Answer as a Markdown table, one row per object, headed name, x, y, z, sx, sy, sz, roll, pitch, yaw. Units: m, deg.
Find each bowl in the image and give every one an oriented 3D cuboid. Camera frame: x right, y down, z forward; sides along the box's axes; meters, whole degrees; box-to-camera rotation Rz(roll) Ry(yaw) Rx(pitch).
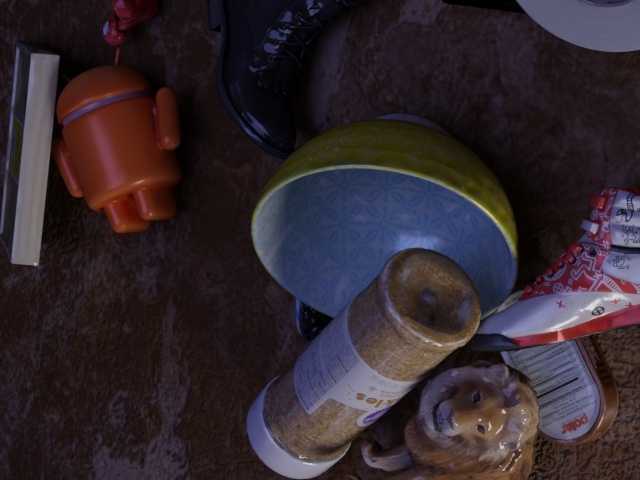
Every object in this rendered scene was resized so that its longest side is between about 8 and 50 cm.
| name | x | y | z | sx | sy | sz | roll | pitch | yaw |
| --- | --- | --- | --- | --- | --- | --- | --- | --- | --- |
| bowl | 0.081 | -0.044 | 1.947 | 0.289 | 0.289 | 0.156 | -16 | 44 | 34 |

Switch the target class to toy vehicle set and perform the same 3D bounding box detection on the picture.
| name | x | y | z | sx | sy | sz | roll | pitch | yaw |
| --- | --- | --- | --- | --- | --- | --- | --- | --- | --- |
| toy vehicle set | -0.373 | -0.115 | 2.278 | 0.166 | 0.035 | 0.267 | -141 | 57 | -70 |

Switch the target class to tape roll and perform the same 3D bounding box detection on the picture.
| name | x | y | z | sx | sy | sz | roll | pitch | yaw |
| --- | --- | --- | --- | --- | --- | --- | --- | --- | --- |
| tape roll | 0.285 | -0.297 | 1.763 | 0.219 | 0.072 | 0.219 | 16 | 132 | 19 |

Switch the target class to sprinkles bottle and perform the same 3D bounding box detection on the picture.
| name | x | y | z | sx | sy | sz | roll | pitch | yaw |
| --- | --- | --- | --- | --- | --- | --- | --- | --- | --- |
| sprinkles bottle | 0.040 | 0.141 | 1.968 | 0.121 | 0.121 | 0.355 | 59 | 142 | 15 |

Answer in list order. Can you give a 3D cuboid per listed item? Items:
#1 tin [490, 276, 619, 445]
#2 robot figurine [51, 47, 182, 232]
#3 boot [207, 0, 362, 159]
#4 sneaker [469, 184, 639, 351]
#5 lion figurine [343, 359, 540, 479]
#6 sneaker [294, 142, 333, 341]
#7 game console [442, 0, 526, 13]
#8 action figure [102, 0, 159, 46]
| name | x | y | z | sx | sy | sz | roll | pitch | yaw |
| --- | --- | --- | --- | --- | --- | --- | --- | --- | --- |
| tin | 0.251 | 0.132 | 1.945 | 0.106 | 0.040 | 0.190 | -32 | 77 | 36 |
| robot figurine | -0.246 | -0.121 | 2.198 | 0.158 | 0.128 | 0.219 | -33 | 76 | 61 |
| boot | -0.016 | -0.250 | 2.038 | 0.229 | 0.091 | 0.263 | -30 | 66 | 31 |
| sneaker | 0.275 | 0.027 | 1.859 | 0.270 | 0.090 | 0.145 | -13 | 86 | 15 |
| lion figurine | 0.169 | 0.319 | 1.970 | 0.240 | 0.142 | 0.392 | -12 | 108 | 27 |
| sneaker | 0.000 | 0.000 | 2.081 | 0.086 | 0.085 | 0.237 | 22 | 113 | 58 |
| game console | 0.271 | -0.324 | 1.830 | 0.361 | 0.044 | 0.213 | 10 | 132 | 24 |
| action figure | -0.230 | -0.378 | 2.183 | 0.139 | 0.091 | 0.280 | 31 | 110 | 21 |
